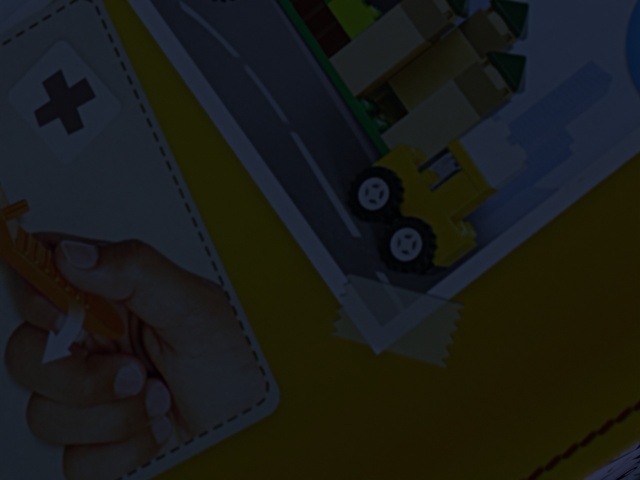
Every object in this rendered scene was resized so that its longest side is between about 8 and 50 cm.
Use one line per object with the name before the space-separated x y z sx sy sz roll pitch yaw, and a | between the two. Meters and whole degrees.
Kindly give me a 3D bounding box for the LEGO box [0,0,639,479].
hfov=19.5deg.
LEGO box | -0.049 -0.119 0.562 0.500 0.372 0.193 58 11 18
